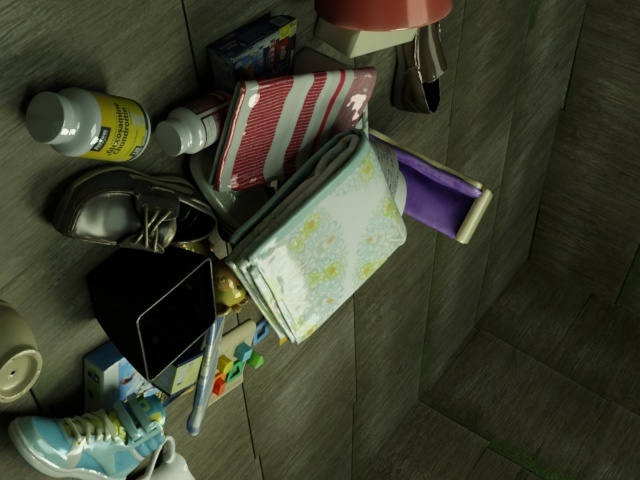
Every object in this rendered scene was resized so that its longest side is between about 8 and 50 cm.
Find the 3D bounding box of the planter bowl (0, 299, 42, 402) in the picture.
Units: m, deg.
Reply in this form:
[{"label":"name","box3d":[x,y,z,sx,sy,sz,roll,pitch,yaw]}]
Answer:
[{"label":"planter bowl","box3d":[-0.513,0.189,1.424,0.162,0.109,0.162,-45,152,-32]}]

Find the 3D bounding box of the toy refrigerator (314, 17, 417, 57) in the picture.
[{"label":"toy refrigerator","box3d":[0.113,-0.475,1.925,0.269,0.102,0.094,-28,150,-50]}]

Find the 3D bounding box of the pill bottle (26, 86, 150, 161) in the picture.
[{"label":"pill bottle","box3d":[-0.350,-0.175,1.355,0.184,0.103,0.103,-1,118,-63]}]

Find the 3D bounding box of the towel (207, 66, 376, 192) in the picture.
[{"label":"towel","box3d":[-0.048,-0.211,1.691,0.329,0.037,0.237,-15,138,-40]}]

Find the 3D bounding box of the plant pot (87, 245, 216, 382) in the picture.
[{"label":"plant pot","box3d":[-0.319,0.108,1.648,0.187,0.167,0.188,-44,152,-35]}]

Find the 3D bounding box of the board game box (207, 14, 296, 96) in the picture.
[{"label":"board game box","box3d":[-0.129,-0.309,1.699,0.194,0.060,0.194,-41,150,-39]}]

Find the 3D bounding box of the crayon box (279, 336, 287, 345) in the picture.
[{"label":"crayon box","box3d":[-0.033,0.096,2.303,0.318,0.081,0.202,-43,150,-36]}]

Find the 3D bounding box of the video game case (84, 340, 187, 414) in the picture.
[{"label":"video game case","box3d":[-0.371,0.277,1.862,0.269,0.061,0.244,-35,147,-45]}]

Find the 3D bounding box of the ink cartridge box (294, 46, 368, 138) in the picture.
[{"label":"ink cartridge box","box3d":[0.013,-0.274,1.894,0.092,0.160,0.219,-48,154,-27]}]

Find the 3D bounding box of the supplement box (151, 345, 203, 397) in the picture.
[{"label":"supplement box","box3d":[-0.295,0.264,1.849,0.083,0.056,0.083,-22,135,-55]}]

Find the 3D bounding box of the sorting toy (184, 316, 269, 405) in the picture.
[{"label":"sorting toy","box3d":[-0.225,0.312,2.202,0.348,0.047,0.196,-30,141,-49]}]

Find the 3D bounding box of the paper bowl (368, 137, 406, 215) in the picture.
[{"label":"paper bowl","box3d":[0.093,-0.092,2.079,0.148,0.284,0.284,19,102,-22]}]

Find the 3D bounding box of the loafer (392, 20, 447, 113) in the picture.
[{"label":"loafer","box3d":[0.267,-0.463,2.223,0.134,0.130,0.366,-46,152,-30]}]

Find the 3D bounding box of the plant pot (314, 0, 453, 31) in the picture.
[{"label":"plant pot","box3d":[0.116,-0.557,1.694,0.275,0.275,0.243,-40,138,-39]}]

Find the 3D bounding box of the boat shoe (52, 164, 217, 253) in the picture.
[{"label":"boat shoe","box3d":[-0.301,-0.050,1.553,0.355,0.130,0.132,-12,127,-60]}]

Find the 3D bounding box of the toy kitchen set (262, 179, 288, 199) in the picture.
[{"label":"toy kitchen set","box3d":[-0.027,-0.143,1.881,0.207,0.122,0.166,-1,125,-18]}]

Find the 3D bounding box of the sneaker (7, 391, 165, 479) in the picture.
[{"label":"sneaker","box3d":[-0.415,0.345,1.676,0.208,0.127,0.319,-40,148,4]}]

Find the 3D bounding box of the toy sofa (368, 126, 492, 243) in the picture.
[{"label":"toy sofa","box3d":[0.234,-0.137,2.236,0.150,0.362,0.177,-62,162,5]}]

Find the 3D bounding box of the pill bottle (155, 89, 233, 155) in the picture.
[{"label":"pill bottle","box3d":[-0.218,-0.207,1.601,0.152,0.086,0.086,-35,145,-44]}]

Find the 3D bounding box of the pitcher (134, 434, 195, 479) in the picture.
[{"label":"pitcher","box3d":[-0.391,0.574,2.098,0.207,0.125,0.177,-48,134,-50]}]

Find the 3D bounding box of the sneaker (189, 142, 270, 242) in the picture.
[{"label":"sneaker","box3d":[-0.177,-0.064,1.814,0.350,0.148,0.131,49,54,-40]}]

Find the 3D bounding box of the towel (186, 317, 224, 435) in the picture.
[{"label":"towel","box3d":[-0.248,0.262,1.973,0.209,0.034,0.285,-84,-175,-71]}]

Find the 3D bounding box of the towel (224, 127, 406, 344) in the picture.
[{"label":"towel","box3d":[0.000,0.000,1.801,0.374,0.090,0.320,-43,141,-15]}]

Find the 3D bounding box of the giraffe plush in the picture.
[{"label":"giraffe plush","box3d":[-0.219,0.071,1.798,0.181,0.170,0.210,-54,155,-17]}]
